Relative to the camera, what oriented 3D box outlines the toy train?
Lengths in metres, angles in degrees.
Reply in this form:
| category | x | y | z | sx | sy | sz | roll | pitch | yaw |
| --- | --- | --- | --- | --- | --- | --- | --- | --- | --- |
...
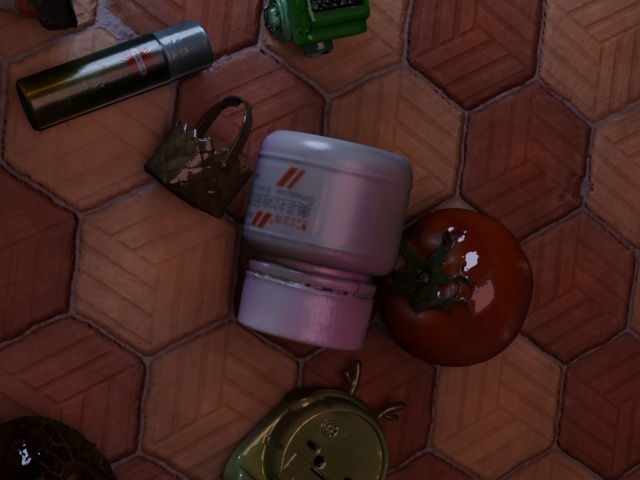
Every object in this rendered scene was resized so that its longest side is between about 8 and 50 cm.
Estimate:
| category | x | y | z | sx | sy | sz | roll | pitch | yaw |
| --- | --- | --- | --- | --- | --- | --- | --- | --- | --- |
| toy train | -0.011 | -0.403 | 1.802 | 0.132 | 0.188 | 0.243 | -14 | 100 | -18 |

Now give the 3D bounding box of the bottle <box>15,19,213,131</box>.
| category | x | y | z | sx | sy | sz | roll | pitch | yaw |
| --- | --- | --- | --- | --- | --- | --- | --- | --- | --- |
| bottle | -0.301 | -0.247 | 1.758 | 0.286 | 0.082 | 0.082 | -24 | 103 | -19 |

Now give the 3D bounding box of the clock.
| category | x | y | z | sx | sy | sz | roll | pitch | yaw |
| --- | --- | --- | --- | --- | --- | --- | --- | --- | --- |
| clock | 0.009 | 0.349 | 1.931 | 0.235 | 0.096 | 0.308 | 44 | 78 | -19 |

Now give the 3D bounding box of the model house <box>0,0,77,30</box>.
| category | x | y | z | sx | sy | sz | roll | pitch | yaw |
| --- | --- | --- | --- | --- | --- | --- | --- | --- | --- |
| model house | -0.482 | -0.404 | 1.594 | 0.301 | 0.271 | 0.190 | 1 | 80 | -6 |

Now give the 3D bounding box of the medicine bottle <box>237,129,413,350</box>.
| category | x | y | z | sx | sy | sz | roll | pitch | yaw |
| --- | --- | --- | --- | --- | --- | --- | --- | --- | --- |
| medicine bottle | 0.000 | 0.000 | 1.816 | 0.241 | 0.241 | 0.302 | 12 | 91 | -22 |

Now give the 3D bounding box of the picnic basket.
| category | x | y | z | sx | sy | sz | roll | pitch | yaw |
| --- | --- | --- | --- | --- | --- | --- | --- | --- | --- |
| picnic basket | -0.163 | -0.138 | 1.800 | 0.138 | 0.128 | 0.178 | 36 | 83 | -39 |

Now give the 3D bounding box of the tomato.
| category | x | y | z | sx | sy | sz | roll | pitch | yaw |
| --- | --- | --- | --- | --- | --- | --- | --- | --- | --- |
| tomato | 0.217 | 0.076 | 1.904 | 0.224 | 0.256 | 0.255 | 17 | 88 | -50 |

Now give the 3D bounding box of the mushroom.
| category | x | y | z | sx | sy | sz | roll | pitch | yaw |
| --- | --- | --- | --- | --- | --- | --- | --- | --- | --- |
| mushroom | -0.391 | 0.395 | 1.690 | 0.278 | 0.163 | 0.297 | -10 | 75 | -53 |
